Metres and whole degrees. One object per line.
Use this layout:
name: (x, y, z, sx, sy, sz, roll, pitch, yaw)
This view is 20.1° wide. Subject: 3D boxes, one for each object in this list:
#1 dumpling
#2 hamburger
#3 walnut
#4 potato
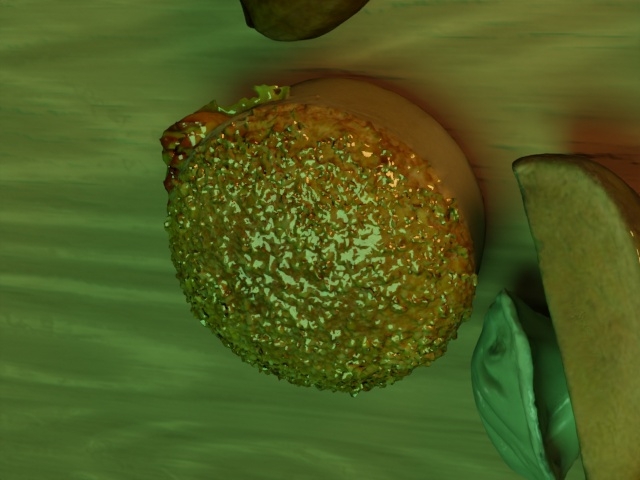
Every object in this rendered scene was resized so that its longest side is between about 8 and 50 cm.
dumpling: (0.198, 0.139, 1.562, 0.152, 0.108, 0.219, 43, 160, 51)
hamburger: (0.000, 0.000, 1.548, 0.294, 0.179, 0.276, 11, 124, 24)
walnut: (-0.006, -0.229, 1.456, 0.116, 0.116, 0.207, 44, 138, -3)
potato: (0.237, 0.042, 1.411, 0.112, 0.269, 0.255, -17, 102, 17)
